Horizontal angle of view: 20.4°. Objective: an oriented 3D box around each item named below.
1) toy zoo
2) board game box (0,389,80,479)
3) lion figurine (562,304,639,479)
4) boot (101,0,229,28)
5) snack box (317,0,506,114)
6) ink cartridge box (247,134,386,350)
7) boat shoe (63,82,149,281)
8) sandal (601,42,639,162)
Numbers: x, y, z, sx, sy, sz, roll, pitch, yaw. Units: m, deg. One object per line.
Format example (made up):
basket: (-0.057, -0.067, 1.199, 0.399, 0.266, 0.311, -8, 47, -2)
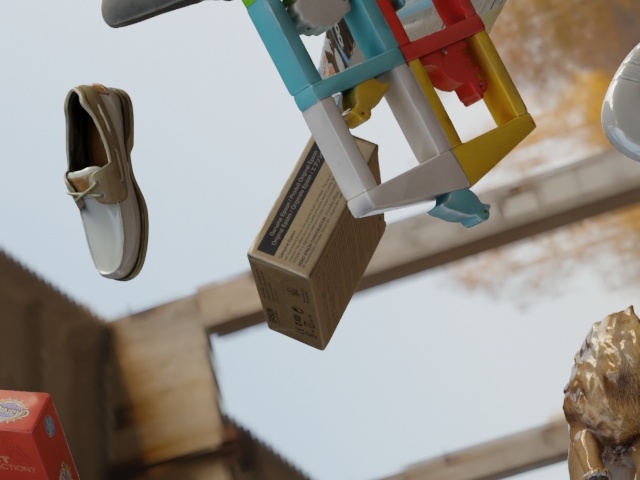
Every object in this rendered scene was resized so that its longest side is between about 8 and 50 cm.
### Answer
toy zoo: (0.053, -0.142, 1.373, 0.192, 0.030, 0.293, -27, -91, -38)
board game box: (-0.414, 0.308, 2.190, 0.064, 0.242, 0.316, -70, -23, -45)
lion figurine: (0.342, 0.289, 2.123, 0.240, 0.142, 0.392, -91, 10, -59)
boot: (-0.121, -0.303, 1.864, 0.076, 0.208, 0.189, 49, -118, -20)
snack box: (0.097, -0.228, 1.908, 0.322, 0.187, 0.060, 109, 137, -78)
ink cartridge box: (0.000, 0.000, 2.171, 0.234, 0.088, 0.193, 80, -146, -64)
boat shoe: (-0.336, -0.087, 2.674, 0.103, 0.113, 0.302, 7, -108, -57)
sandal: (0.478, -0.202, 2.023, 0.169, 0.416, 0.102, 41, 155, 19)
